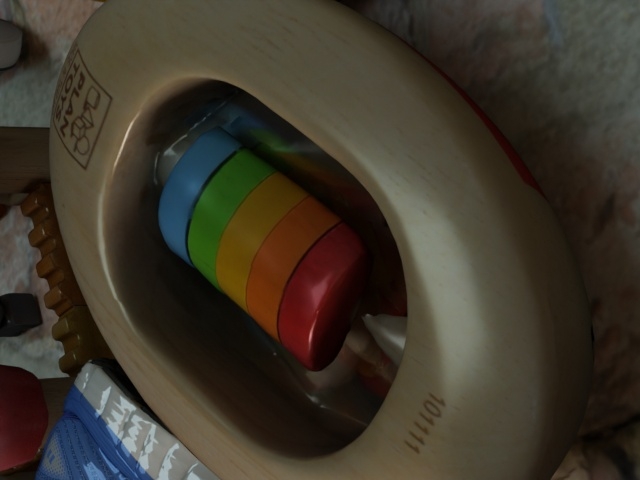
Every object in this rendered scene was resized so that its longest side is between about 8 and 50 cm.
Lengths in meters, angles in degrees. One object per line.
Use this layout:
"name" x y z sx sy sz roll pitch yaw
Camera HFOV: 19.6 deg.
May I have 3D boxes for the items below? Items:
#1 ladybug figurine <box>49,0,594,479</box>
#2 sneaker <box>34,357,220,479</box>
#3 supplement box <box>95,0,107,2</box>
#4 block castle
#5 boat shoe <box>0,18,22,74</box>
"ladybug figurine" 0.000 0.000 1.139 0.449 0.162 0.305 43 123 31
"sneaker" -0.064 0.225 1.214 0.330 0.130 0.147 40 103 26
"supplement box" -0.170 -0.353 1.185 0.195 0.194 0.357 -108 32 -45
"block castle" -0.366 0.098 1.524 0.453 0.212 0.303 -31 68 44
"boat shoe" -0.337 -0.151 1.574 0.267 0.096 0.088 16 106 48
